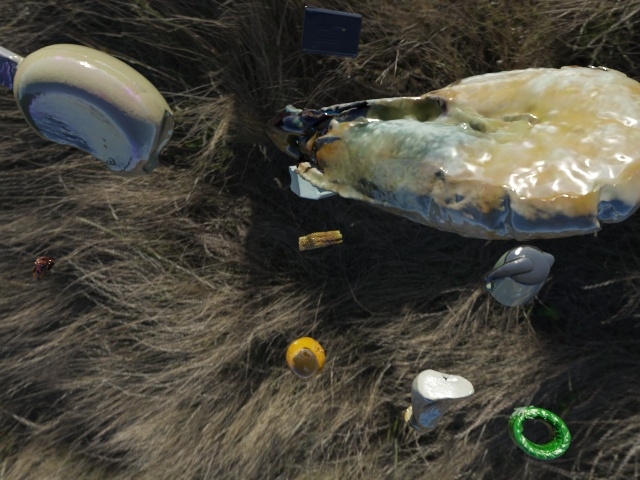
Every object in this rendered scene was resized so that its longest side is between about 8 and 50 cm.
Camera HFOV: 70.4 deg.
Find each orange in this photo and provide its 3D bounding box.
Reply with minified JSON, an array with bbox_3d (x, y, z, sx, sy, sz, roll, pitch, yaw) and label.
[{"bbox_3d":[-0.028,0.236,0.908,0.070,0.083,0.083,-24,107,19],"label":"orange"}]

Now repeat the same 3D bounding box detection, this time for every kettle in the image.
[{"bbox_3d":[0.626,0.120,1.491,0.221,0.236,0.161,-14,68,4],"label":"kettle"}]

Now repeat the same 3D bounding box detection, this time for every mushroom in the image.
[{"bbox_3d":[0.344,0.499,1.383,0.159,0.122,0.329,28,144,21],"label":"mushroom"}]

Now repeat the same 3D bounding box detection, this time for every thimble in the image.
[{"bbox_3d":[0.530,0.470,1.113,0.118,0.090,0.130,-45,72,-5],"label":"thimble"}]

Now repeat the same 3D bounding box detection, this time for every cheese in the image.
[{"bbox_3d":[-0.332,-0.185,0.570,0.286,0.082,0.163,24,140,-14],"label":"cheese"}]

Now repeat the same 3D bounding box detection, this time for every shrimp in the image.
[{"bbox_3d":[0.111,-0.114,0.492,0.445,0.221,0.110,14,152,37],"label":"shrimp"}]

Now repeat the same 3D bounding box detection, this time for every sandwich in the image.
[{"bbox_3d":[0.000,0.000,1.166,0.104,0.093,0.036,-8,86,-30],"label":"sandwich"}]

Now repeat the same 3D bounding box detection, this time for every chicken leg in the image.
[{"bbox_3d":[-0.403,0.042,0.658,0.021,0.083,0.036,26,71,-19],"label":"chicken leg"}]

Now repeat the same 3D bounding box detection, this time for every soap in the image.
[{"bbox_3d":[0.006,-0.222,1.641,0.172,0.289,0.095,13,110,31],"label":"soap"}]

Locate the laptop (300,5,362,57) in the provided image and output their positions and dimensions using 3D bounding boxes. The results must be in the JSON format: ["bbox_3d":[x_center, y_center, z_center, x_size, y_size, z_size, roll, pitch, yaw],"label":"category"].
[{"bbox_3d":[0.037,-0.669,1.464,0.197,0.016,0.135,-1,117,-18],"label":"laptop"}]
